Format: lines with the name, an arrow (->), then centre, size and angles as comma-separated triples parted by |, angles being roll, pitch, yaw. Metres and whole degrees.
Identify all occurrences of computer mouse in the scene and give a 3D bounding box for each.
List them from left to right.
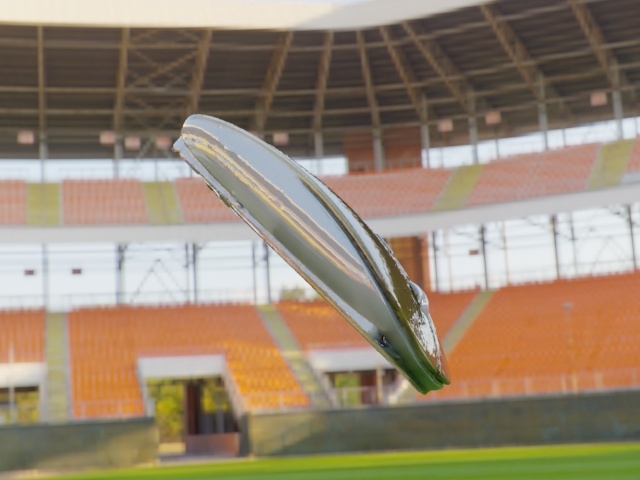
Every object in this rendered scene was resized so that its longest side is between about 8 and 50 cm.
computer mouse -> 0.000, 0.000, 0.727 | 0.056, 0.245, 0.126 | -44, -34, -2
